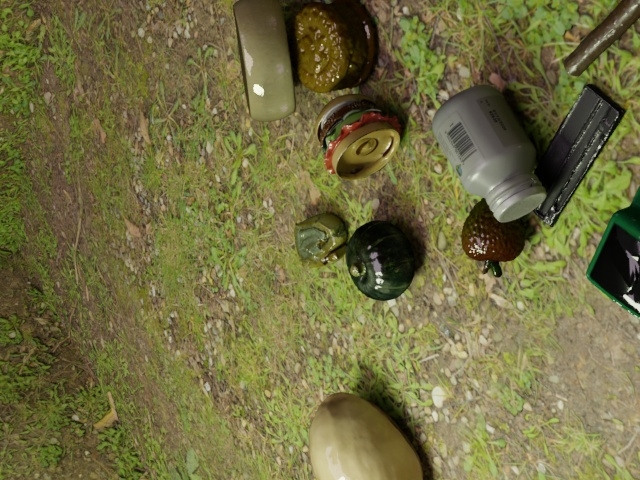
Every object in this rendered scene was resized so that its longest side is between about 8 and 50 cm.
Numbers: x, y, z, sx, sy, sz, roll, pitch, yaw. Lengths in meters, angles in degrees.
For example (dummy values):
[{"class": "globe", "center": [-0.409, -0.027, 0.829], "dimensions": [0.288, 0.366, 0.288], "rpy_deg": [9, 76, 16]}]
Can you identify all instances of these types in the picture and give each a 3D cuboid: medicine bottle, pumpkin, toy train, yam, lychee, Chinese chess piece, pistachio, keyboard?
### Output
[{"class": "medicine bottle", "center": [0.290, -0.143, 1.504], "dimensions": [0.135, 0.135, 0.215], "rpy_deg": [-50, 58, 49]}, {"class": "pumpkin", "center": [0.121, 0.042, 1.817], "dimensions": [0.167, 0.125, 0.167], "rpy_deg": [-7, 81, 49]}, {"class": "toy train", "center": [0.504, -0.052, 1.170], "dimensions": [0.178, 0.249, 0.429], "rpy_deg": [43, 134, 36]}, {"class": "yam", "center": [0.469, -0.349, 1.281], "dimensions": [0.045, 0.045, 0.327], "rpy_deg": [38, 141, -4]}, {"class": "lychee", "center": [0.305, -0.008, 1.569], "dimensions": [0.114, 0.114, 0.146], "rpy_deg": [4, 89, 52]}, {"class": "Chinese chess piece", "center": [-0.120, -0.389, 1.901], "dimensions": [0.273, 0.102, 0.273], "rpy_deg": [171, 90, -85]}, {"class": "pistachio", "center": [0.097, 0.488, 1.960], "dimensions": [0.230, 0.230, 0.309], "rpy_deg": [-52, 56, 48]}, {"class": "keyboard", "center": [0.407, -0.137, 1.463], "dimensions": [0.087, 0.017, 0.250], "rpy_deg": [49, 138, 29]}]

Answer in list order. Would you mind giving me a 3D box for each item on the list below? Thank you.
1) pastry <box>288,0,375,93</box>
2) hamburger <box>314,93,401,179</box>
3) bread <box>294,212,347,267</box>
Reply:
[{"class": "pastry", "center": [0.023, -0.395, 1.799], "dimensions": [0.188, 0.103, 0.189], "rpy_deg": [23, 120, 46]}, {"class": "hamburger", "center": [0.064, -0.213, 1.768], "dimensions": [0.137, 0.175, 0.175], "rpy_deg": [58, 142, 31]}, {"class": "bread", "center": [0.000, 0.000, 2.012], "dimensions": [0.156, 0.064, 0.117], "rpy_deg": [-21, 87, 55]}]
